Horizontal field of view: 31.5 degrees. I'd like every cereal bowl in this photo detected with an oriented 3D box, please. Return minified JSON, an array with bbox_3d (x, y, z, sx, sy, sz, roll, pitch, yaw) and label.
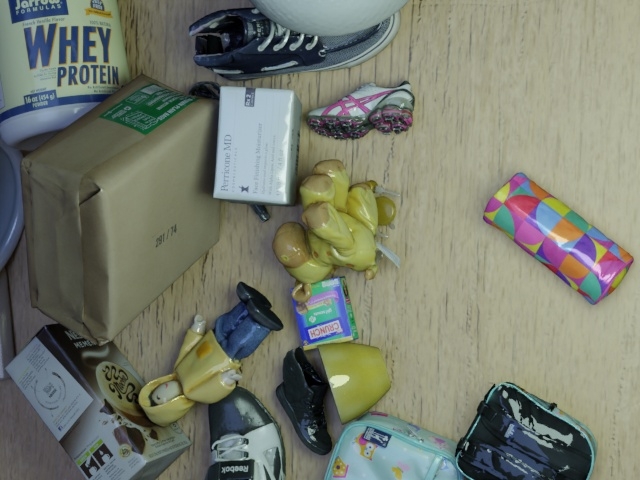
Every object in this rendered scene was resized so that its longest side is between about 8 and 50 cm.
[{"bbox_3d":[0.010,-0.493,1.729,0.339,0.141,0.338,-1,79,6],"label":"cereal bowl"}]

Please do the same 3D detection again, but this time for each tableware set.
[{"bbox_3d":[0.070,-0.023,1.875,0.104,0.024,0.154,20,99,23],"label":"tableware set"}]

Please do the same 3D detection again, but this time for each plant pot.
[{"bbox_3d":[0.059,0.219,1.835,0.095,0.134,0.134,-18,84,-2],"label":"plant pot"}]

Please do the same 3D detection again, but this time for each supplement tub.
[{"bbox_3d":[-0.455,-0.333,1.953,0.235,0.235,0.324,-11,87,21],"label":"supplement tub"}]

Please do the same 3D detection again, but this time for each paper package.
[{"bbox_3d":[-0.308,-0.058,1.810,0.168,0.325,0.309,22,130,20],"label":"paper package"}]

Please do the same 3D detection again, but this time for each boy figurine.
[{"bbox_3d":[-0.195,0.199,1.928,0.285,0.092,0.177,-43,44,11],"label":"boy figurine"}]

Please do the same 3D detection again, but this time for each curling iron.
[{"bbox_3d":[-0.153,-0.155,1.948,0.068,0.035,0.274,-27,81,19],"label":"curling iron"}]

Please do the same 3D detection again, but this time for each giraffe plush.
[{"bbox_3d":[0.000,0.000,1.822,0.170,0.181,0.210,-27,110,33],"label":"giraffe plush"}]

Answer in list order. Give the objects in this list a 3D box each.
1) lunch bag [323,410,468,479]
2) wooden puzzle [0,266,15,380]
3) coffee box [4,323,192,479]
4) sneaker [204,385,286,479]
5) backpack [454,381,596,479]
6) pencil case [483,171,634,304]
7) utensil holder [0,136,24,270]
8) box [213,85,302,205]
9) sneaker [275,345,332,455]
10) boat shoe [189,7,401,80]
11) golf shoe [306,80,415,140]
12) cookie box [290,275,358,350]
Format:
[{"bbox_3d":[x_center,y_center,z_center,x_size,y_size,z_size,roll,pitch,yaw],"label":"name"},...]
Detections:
[{"bbox_3d":[0.114,0.425,1.818,0.224,0.108,0.279,21,98,19],"label":"lunch bag"},{"bbox_3d":[-0.693,0.161,2.160,0.239,0.044,0.220,-6,88,16],"label":"wooden puzzle"},{"bbox_3d":[-0.384,0.288,1.974,0.119,0.168,0.297,-44,77,16],"label":"coffee box"},{"bbox_3d":[-0.128,0.405,1.893,0.122,0.146,0.330,-20,82,22],"label":"sneaker"},{"bbox_3d":[0.320,0.320,1.716,0.188,0.144,0.165,29,91,23],"label":"backpack"},{"bbox_3d":[0.358,-0.005,1.727,0.236,0.104,0.104,41,104,18],"label":"pencil case"},{"bbox_3d":[-0.775,-0.100,2.039,0.386,0.328,0.327,22,99,22],"label":"utensil holder"},{"bbox_3d":[-0.099,-0.148,1.837,0.119,0.182,0.180,3,91,4],"label":"box"},{"bbox_3d":[-0.017,0.267,1.886,0.089,0.051,0.170,-46,72,34],"label":"sneaker"},{"bbox_3d":[-0.048,-0.333,1.839,0.341,0.158,0.127,-13,86,21],"label":"boat shoe"},{"bbox_3d":[0.067,-0.214,1.856,0.186,0.067,0.086,-4,62,22],"label":"golf shoe"},{"bbox_3d":[0.007,0.121,1.889,0.092,0.040,0.107,-15,86,19],"label":"cookie box"}]
